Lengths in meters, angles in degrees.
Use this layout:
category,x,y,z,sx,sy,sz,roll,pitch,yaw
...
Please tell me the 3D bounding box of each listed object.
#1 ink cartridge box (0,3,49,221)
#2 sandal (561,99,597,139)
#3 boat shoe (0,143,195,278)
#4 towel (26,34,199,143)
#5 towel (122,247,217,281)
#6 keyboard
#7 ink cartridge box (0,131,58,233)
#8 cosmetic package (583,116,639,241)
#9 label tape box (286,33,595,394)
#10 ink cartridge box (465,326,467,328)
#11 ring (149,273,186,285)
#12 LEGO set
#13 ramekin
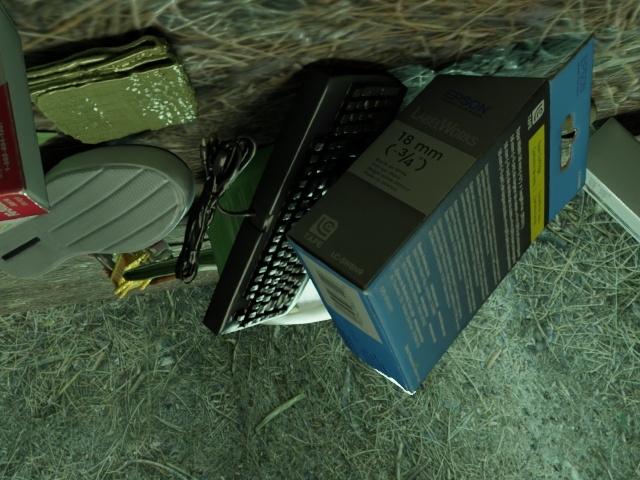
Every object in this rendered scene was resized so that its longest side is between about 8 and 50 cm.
category,x,y,z,sx,sy,sz,roll,pitch,yaw
ink cartridge box,-0.229,-0.057,0.354,0.150,0.109,0.063,-11,176,-10
sandal,0.332,-0.160,0.930,0.072,0.049,0.180,-14,175,24
boat shoe,-0.236,-0.043,0.701,0.302,0.109,0.094,-15,-142,35
towel,-0.145,-0.106,0.504,0.110,0.027,0.148,-13,174,-2
towel,-0.133,0.035,1.205,0.247,0.038,0.324,-12,176,36
keyboard,-0.045,-0.022,0.657,0.201,0.033,0.317,-8,136,-39
ink cartridge box,-0.329,-0.038,0.625,0.209,0.062,0.109,-16,173,40
cosmetic package,0.591,-0.066,1.268,0.097,0.284,0.377,-47,165,13
label tape box,0.141,-0.035,0.723,0.334,0.105,0.241,-47,146,-15
ink cartridge box,0.147,0.050,1.426,0.223,0.308,0.129,-12,178,-6
ring,-0.214,0.022,1.509,0.336,0.032,0.336,-20,-175,2
LEGO set,-0.361,0.020,1.269,0.132,0.107,0.287,-46,175,-8
ramekin,0.000,0.000,0.917,0.303,0.148,0.303,-12,158,-5
